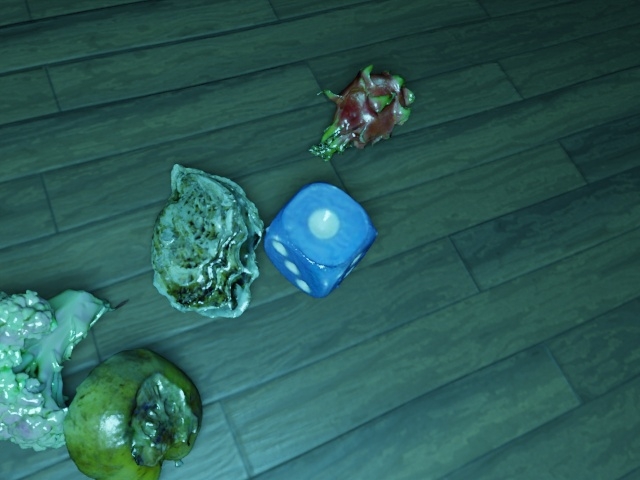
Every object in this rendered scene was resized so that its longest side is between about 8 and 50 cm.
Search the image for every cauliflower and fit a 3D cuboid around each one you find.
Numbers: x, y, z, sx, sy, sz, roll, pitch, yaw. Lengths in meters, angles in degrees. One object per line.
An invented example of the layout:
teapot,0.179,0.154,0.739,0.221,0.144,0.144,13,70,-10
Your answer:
cauliflower,-0.400,0.143,0.780,0.256,0.239,0.315,10,37,31

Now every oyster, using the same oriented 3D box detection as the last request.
oyster,-0.185,-0.006,0.938,0.198,0.112,0.268,-1,70,13

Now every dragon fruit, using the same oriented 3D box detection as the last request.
dragon fruit,0.069,-0.243,1.088,0.235,0.135,0.137,-28,77,-3

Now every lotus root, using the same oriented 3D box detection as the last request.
lotus root,-0.224,0.241,0.749,0.077,0.203,0.183,-8,50,36

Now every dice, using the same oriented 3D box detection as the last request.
dice,0.000,0.000,0.936,0.146,0.146,0.143,40,65,10
